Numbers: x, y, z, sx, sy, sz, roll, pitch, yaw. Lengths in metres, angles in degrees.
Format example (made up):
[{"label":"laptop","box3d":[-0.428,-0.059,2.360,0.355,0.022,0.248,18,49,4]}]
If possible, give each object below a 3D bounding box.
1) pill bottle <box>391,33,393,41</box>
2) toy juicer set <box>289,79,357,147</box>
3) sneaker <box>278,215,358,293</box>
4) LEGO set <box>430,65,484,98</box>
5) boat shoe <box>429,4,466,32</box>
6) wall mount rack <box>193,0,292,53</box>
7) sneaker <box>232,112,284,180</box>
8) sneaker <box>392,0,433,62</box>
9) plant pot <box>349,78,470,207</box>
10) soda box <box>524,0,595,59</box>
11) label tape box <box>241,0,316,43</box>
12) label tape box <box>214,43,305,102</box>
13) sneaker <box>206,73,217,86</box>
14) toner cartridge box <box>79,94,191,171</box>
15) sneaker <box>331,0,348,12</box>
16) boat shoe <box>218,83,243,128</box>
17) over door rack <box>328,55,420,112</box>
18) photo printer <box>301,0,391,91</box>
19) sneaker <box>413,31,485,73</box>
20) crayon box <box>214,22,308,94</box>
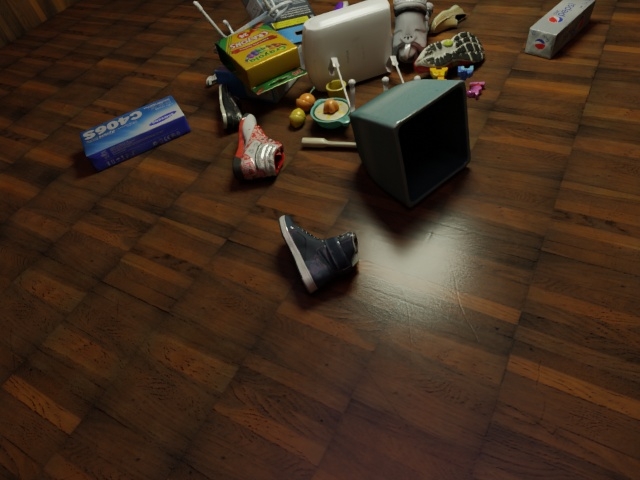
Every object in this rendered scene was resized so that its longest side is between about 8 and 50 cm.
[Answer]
[{"label":"pill bottle","box3d":[0.213,-0.804,1.772,0.094,0.094,0.169,-15,49,-1]},{"label":"toy juicer set","box3d":[-0.001,-0.407,1.481,0.209,0.089,0.329,-10,49,3]},{"label":"sneaker","box3d":[0.001,0.001,1.123,0.163,0.086,0.226,-29,59,1]},{"label":"LEGO set","box3d":[0.414,-0.506,1.481,0.227,0.087,0.093,4,51,16]},{"label":"boat shoe","box3d":[0.501,-0.856,1.781,0.072,0.068,0.190,41,68,18]},{"label":"wall mount rack","box3d":[-0.286,-0.827,1.657,0.350,0.130,0.304,-27,10,14]},{"label":"sneaker","box3d":[-0.181,-0.297,1.427,0.144,0.090,0.270,-4,53,8]},{"label":"sneaker","box3d":[0.334,-0.764,1.686,0.137,0.210,0.366,5,20,16]},{"label":"plant pot","box3d":[0.222,-0.287,1.245,0.247,0.247,0.252,-36,41,-18]},{"label":"soda box","box3d":[0.836,-0.749,1.597,0.098,0.091,0.286,33,63,31]},{"label":"label tape box","box3d":[-0.159,-0.941,1.897,0.240,0.106,0.334,-30,89,-33]},{"label":"label tape box","box3d":[-0.198,-0.677,1.738,0.249,0.115,0.348,15,56,23]},{"label":"sneaker","box3d":[-0.414,-0.633,1.798,0.037,0.032,0.083,21,58,27]},{"label":"toner cartridge box","box3d":[-0.647,-0.378,1.601,0.347,0.075,0.165,-28,51,-13]},{"label":"sneaker","box3d":[0.042,-0.887,1.868,0.146,0.102,0.293,-1,49,5]},{"label":"boat shoe","box3d":[-0.318,-0.475,1.617,0.079,0.084,0.233,-9,50,-10]},{"label":"over door rack","box3d":[0.180,-0.496,1.452,0.239,0.108,0.324,-8,55,-15]},{"label":"photo printer","box3d":[0.089,-0.661,1.568,0.307,0.256,0.107,-19,51,-5]},{"label":"sneaker","box3d":[0.440,-0.639,1.583,0.279,0.118,0.107,-16,90,-22]},{"label":"crayon box","box3d":[-0.206,-0.632,1.575,0.202,0.081,0.318,-30,52,-15]}]
